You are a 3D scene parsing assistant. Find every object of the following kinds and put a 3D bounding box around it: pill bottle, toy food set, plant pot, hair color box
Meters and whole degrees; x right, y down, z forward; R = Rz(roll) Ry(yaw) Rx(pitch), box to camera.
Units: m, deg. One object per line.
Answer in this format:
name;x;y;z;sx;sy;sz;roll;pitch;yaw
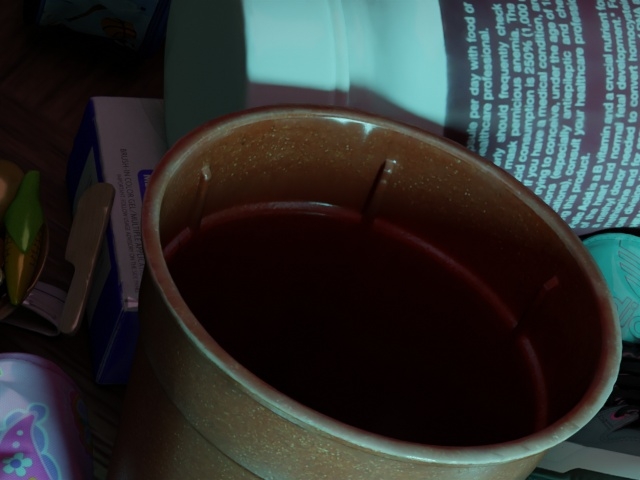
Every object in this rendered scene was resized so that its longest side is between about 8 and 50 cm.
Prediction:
pill bottle;0.107;-0.104;1.260;0.392;0.224;0.224;-1;56;-21
toy food set;-0.241;0.003;1.250;0.192;0.038;0.132;0;60;16
plant pot;-0.003;0.108;1.092;0.272;0.265;0.272;13;40;-11
hair color box;0.000;0.000;1.358;0.339;0.110;0.185;1;55;-21

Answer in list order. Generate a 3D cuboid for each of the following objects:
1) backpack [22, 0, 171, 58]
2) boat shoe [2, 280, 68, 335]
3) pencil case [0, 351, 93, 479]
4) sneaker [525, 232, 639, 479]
backpack;-0.122;-0.272;1.428;0.213;0.276;0.263;21;65;-1
boat shoe;-0.222;0.042;1.295;0.100;0.035;0.035;20;49;-13
pencil case;-0.196;0.209;1.137;0.124;0.124;0.284;4;54;-17
sneaker;0.198;0.086;1.203;0.124;0.295;0.178;28;80;-27
